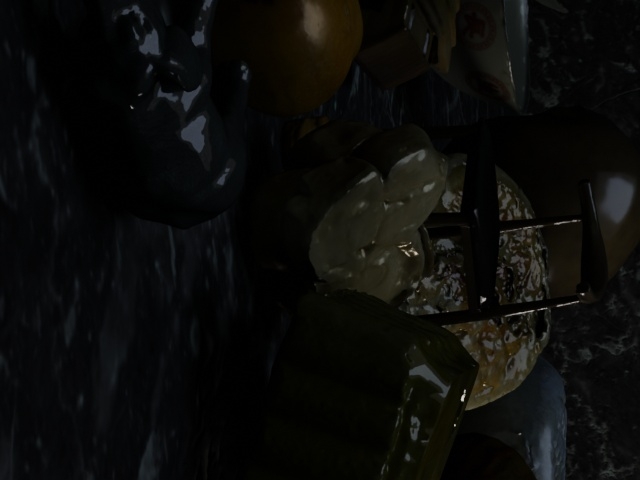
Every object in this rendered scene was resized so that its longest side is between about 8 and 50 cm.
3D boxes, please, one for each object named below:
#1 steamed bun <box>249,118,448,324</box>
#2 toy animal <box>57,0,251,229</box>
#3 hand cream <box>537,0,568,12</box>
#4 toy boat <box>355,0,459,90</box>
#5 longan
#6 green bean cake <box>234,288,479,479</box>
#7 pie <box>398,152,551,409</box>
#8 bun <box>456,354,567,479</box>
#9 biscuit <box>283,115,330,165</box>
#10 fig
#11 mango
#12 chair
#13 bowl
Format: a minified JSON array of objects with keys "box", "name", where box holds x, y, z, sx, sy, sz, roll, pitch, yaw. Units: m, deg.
[{"box":[0.021,-0.019,1.259,0.192,0.106,0.177,-40,142,-19],"name":"steamed bun"},{"box":[-0.097,-0.109,0.858,0.269,0.082,0.137,72,20,-54],"name":"toy animal"},{"box":[0.125,-0.354,1.528,0.340,0.078,0.124,47,8,28],"name":"hand cream"},{"box":[0.082,-0.246,1.589,0.445,0.136,0.162,17,85,-78],"name":"toy boat"},{"box":[0.307,-0.046,2.139,0.319,0.319,0.318,-2,90,-78],"name":"longan"},{"box":[0.024,0.161,1.137,0.236,0.124,0.233,6,105,-77],"name":"green bean cake"},{"box":[0.186,0.049,1.878,0.339,0.077,0.339,2,87,-46],"name":"pie"},{"box":[0.243,0.313,2.086,0.354,0.194,0.354,1,90,-79],"name":"bun"},{"box":[0.002,0.000,1.409,0.158,0.035,0.240,-41,128,-71],"name":"biscuit"},{"box":[0.133,0.361,1.652,0.321,0.217,0.217,-38,128,-49],"name":"fig"},{"box":[-0.028,-0.171,1.136,0.262,0.109,0.157,-34,112,-81],"name":"mango"},{"box":[0.164,-0.018,1.592,0.188,0.272,0.166,-78,162,-50],"name":"chair"},{"box":[0.188,-0.331,2.013,0.337,0.158,0.337,-3,90,-78],"name":"bowl"}]
